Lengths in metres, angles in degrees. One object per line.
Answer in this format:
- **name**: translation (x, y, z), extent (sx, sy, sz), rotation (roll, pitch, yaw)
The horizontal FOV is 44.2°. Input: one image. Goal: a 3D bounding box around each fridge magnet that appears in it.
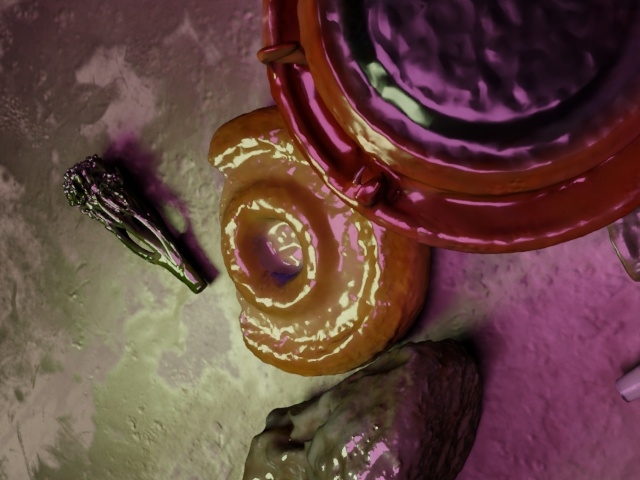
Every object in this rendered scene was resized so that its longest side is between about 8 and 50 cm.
- **fridge magnet**: translation (0.129, -0.169, 0.594), extent (0.364, 0.155, 0.363), rotation (0, 92, 11)

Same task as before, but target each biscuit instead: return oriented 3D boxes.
- **biscuit**: translation (-0.001, 0.000, 0.759), extent (0.213, 0.091, 0.274), rotation (-9, 97, 30)

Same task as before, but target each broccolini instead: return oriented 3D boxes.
- **broccolini**: translation (-0.202, -0.018, 0.889), extent (0.203, 0.068, 0.091), rotation (40, 131, -5)

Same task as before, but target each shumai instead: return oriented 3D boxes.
- **shumai**: translation (0.021, 0.182, 0.731), extent (0.204, 0.222, 0.271), rotation (26, 122, 23)

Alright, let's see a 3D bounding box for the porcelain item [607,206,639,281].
- **porcelain item**: translation (0.329, -0.040, 0.592), extent (0.216, 0.069, 0.081), rotation (-24, 80, 31)

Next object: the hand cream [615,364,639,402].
- **hand cream**: translation (0.338, 0.071, 0.641), extent (0.216, 0.038, 0.052), rotation (-36, 110, 24)
